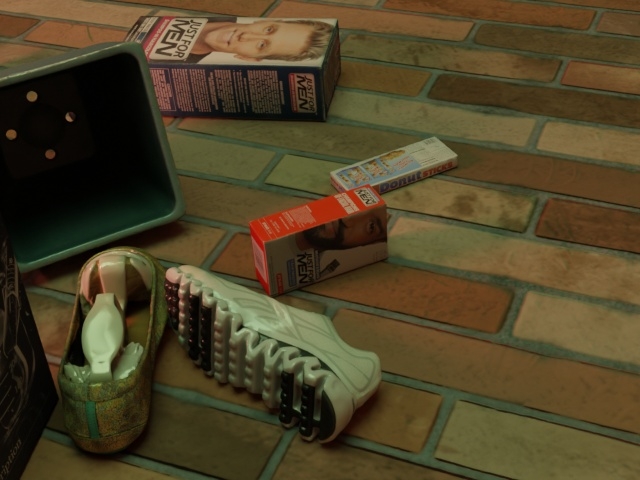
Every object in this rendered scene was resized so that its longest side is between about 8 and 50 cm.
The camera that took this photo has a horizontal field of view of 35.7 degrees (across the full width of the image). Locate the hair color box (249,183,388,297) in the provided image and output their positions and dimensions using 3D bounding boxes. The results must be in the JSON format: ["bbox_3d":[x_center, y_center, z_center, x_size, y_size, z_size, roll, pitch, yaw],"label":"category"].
[{"bbox_3d":[0.000,0.000,1.257,0.167,0.093,0.053,-19,41,-17],"label":"hair color box"}]

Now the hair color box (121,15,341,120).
[{"bbox_3d":[-0.150,-0.287,1.633,0.347,0.105,0.174,3,39,9],"label":"hair color box"}]

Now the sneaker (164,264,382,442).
[{"bbox_3d":[-0.060,0.112,1.124,0.292,0.110,0.118,32,43,28],"label":"sneaker"}]

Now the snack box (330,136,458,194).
[{"bbox_3d":[0.107,-0.103,1.434,0.178,0.022,0.064,-20,41,-19],"label":"snack box"}]

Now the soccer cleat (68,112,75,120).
[{"bbox_3d":[-0.399,-0.237,1.642,0.072,0.060,0.179,-11,31,8],"label":"soccer cleat"}]

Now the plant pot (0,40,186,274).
[{"bbox_3d":[-0.362,-0.136,1.369,0.248,0.247,0.252,-20,23,-19],"label":"plant pot"}]

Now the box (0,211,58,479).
[{"bbox_3d":[-0.416,0.157,0.925,0.179,0.312,0.343,3,39,9],"label":"box"}]

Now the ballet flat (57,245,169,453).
[{"bbox_3d":[-0.240,0.087,1.156,0.123,0.123,0.348,-6,38,-1],"label":"ballet flat"}]
